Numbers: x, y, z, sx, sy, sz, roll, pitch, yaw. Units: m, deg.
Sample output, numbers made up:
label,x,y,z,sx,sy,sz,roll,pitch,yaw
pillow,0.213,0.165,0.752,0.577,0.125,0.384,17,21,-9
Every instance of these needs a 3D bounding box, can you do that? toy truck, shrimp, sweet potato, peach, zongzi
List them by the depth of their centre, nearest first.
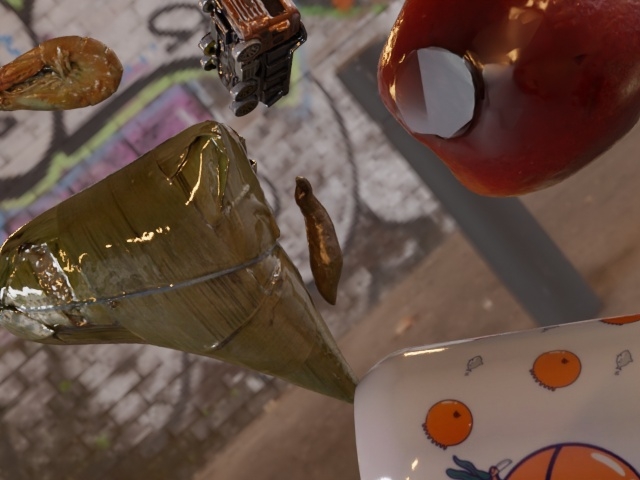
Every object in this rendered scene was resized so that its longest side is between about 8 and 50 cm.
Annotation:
label,x,y,z,sx,sy,sz,roll,pitch,yaw
toy truck,-0.075,-0.213,1.432,0.092,0.083,0.192,-29,-17,-15
zongzi,-0.155,0.093,1.436,0.323,0.360,0.160,-29,8,11
sweet potato,0.000,-0.003,1.439,0.038,0.153,0.041,-13,15,6
peach,0.250,-0.236,1.713,0.310,0.335,0.406,-19,-18,-44
shrimp,-0.372,-0.220,1.759,0.217,0.115,0.051,-10,37,-11

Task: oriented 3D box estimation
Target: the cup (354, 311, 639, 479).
label,x,y,z,sx,sy,sz,roll,pitch,yaw
cup,0.198,0.184,1.210,0.317,0.212,0.212,-8,14,7
